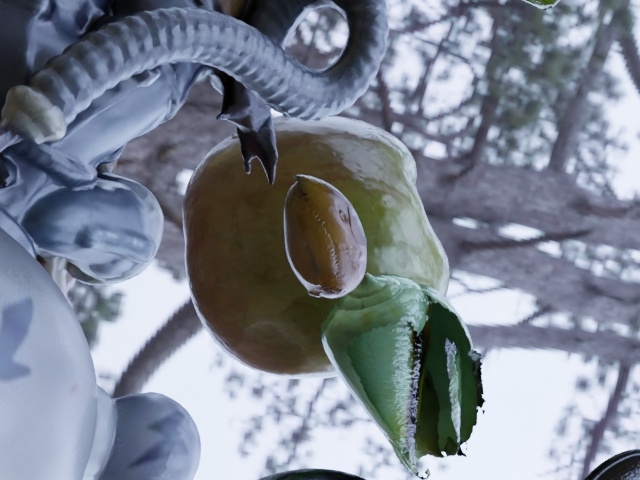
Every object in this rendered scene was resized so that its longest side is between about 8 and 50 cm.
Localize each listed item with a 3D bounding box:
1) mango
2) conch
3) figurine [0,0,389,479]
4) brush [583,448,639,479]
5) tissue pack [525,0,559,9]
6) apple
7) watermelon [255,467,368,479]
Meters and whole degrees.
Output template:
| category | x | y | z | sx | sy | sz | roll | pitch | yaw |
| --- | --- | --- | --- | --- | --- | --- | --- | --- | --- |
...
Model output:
| category | x | y | z | sx | sy | sz | roll | pitch | yaw |
| --- | --- | --- | --- | --- | --- | --- | --- | --- | --- |
| mango | 0.000 | 0.000 | 1.183 | 0.077 | 0.063 | 0.127 | 20 | -40 | 31 |
| conch | 0.102 | 0.140 | 1.452 | 0.143 | 0.251 | 0.137 | -33 | -169 | 4 |
| figurine | -0.155 | 0.005 | 0.562 | 0.186 | 0.261 | 0.382 | 106 | 9 | -57 |
| brush | 0.107 | 0.113 | 0.567 | 0.083 | 0.024 | 0.008 | -47 | -153 | 26 |
| tissue pack | 0.133 | -0.351 | 1.145 | 0.200 | 0.274 | 0.167 | -44 | -150 | 53 |
| apple | 0.000 | 0.003 | 1.680 | 0.305 | 0.338 | 0.338 | -14 | -121 | 17 |
| watermelon | -0.015 | 0.364 | 1.305 | 0.285 | 0.285 | 0.285 | -34 | -131 | 51 |
